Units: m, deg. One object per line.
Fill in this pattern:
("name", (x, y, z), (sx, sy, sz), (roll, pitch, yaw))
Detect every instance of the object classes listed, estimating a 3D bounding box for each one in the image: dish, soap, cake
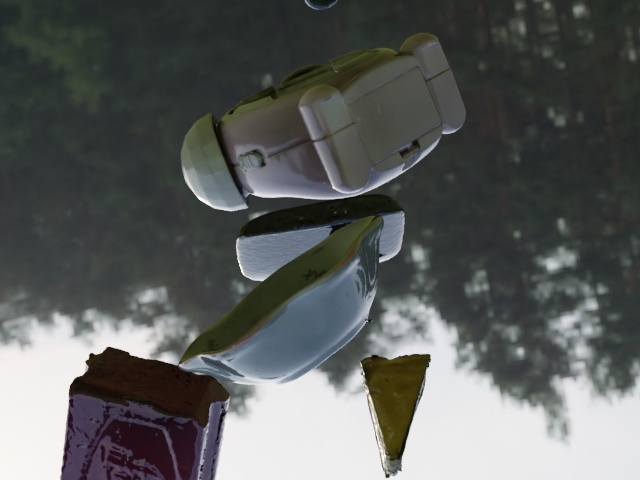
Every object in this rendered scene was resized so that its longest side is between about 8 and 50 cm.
("dish", (-0.017, 0.073, 1.354), (0.229, 0.081, 0.229), (-35, -173, 5))
("soap", (-0.195, 0.255, 1.635), (0.162, 0.250, 0.099), (11, -152, 5))
("cake", (0.124, 0.248, 2.146), (0.116, 0.080, 0.185), (-13, -130, -10))

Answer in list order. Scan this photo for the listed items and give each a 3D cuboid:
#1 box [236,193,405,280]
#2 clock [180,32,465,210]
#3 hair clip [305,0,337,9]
("box", (0.000, 0.000, 1.865), (0.212, 0.042, 0.201), (-11, 160, -5))
("clock", (-0.004, -0.163, 2.144), (0.325, 0.184, 0.342), (-5, -165, 45))
("hair clip", (0.038, -0.379, 1.789), (0.083, 0.048, 0.275), (-54, -168, 42))
